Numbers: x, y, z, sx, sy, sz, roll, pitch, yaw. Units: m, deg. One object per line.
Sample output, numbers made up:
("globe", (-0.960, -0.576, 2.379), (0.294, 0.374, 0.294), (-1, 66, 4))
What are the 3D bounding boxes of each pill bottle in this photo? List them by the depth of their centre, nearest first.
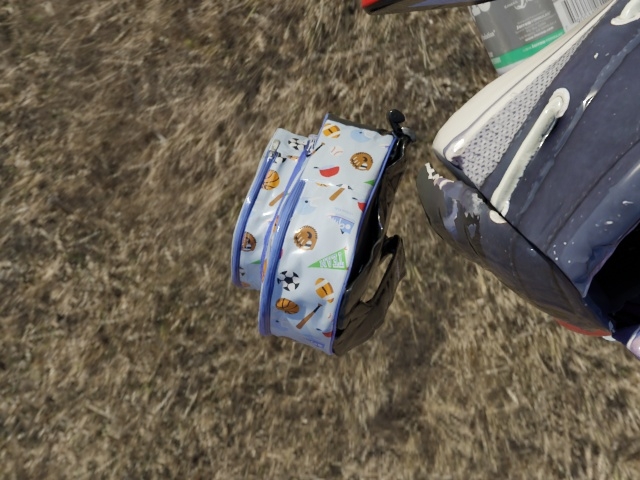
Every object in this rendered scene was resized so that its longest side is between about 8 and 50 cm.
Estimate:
("pill bottle", (0.300, -0.454, 1.455), (0.204, 0.204, 0.361), (-24, 98, 11))

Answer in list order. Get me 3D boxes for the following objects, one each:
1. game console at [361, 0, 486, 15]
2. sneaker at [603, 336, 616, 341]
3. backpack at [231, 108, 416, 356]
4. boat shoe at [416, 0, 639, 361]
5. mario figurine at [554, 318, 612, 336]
("game console", (0.250, -0.291, 0.930), (0.342, 0.386, 0.060), (-5, 102, 31))
("sneaker", (0.507, 0.048, 1.387), (0.094, 0.091, 0.258), (49, 116, 32))
("backpack", (0.000, 0.000, 1.180), (0.213, 0.263, 0.276), (7, 140, 8))
("boat shoe", (0.204, -0.086, 0.392), (0.340, 0.158, 0.127), (-44, 114, 7))
("mario figurine", (0.361, -0.037, 1.042), (0.170, 0.198, 0.320), (22, 107, -32))
